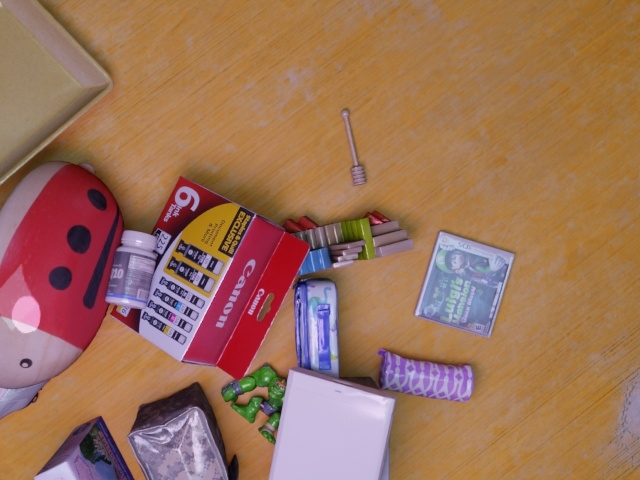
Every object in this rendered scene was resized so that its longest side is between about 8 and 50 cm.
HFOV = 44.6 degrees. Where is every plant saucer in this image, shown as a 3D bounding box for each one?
[{"bbox_3d":[-0.634,-0.310,1.525,0.333,0.081,0.333,46,76,-4],"label":"plant saucer"}]

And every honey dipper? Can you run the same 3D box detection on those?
[{"bbox_3d":[0.067,-0.196,1.636,0.030,0.030,0.161,-12,91,-4],"label":"honey dipper"}]

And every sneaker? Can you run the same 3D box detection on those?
[{"bbox_3d":[-0.591,0.272,1.572,0.271,0.100,0.108,-34,128,-10],"label":"sneaker"}]

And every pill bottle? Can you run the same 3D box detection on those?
[{"bbox_3d":[-0.351,0.055,1.462,0.078,0.078,0.137,11,79,-5],"label":"pill bottle"}]

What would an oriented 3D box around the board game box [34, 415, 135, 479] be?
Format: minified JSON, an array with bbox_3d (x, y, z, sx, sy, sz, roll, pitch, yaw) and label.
[{"bbox_3d":[-0.399,0.520,1.475,0.065,0.318,0.319,-27,94,-4],"label":"board game box"}]

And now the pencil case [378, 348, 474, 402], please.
[{"bbox_3d":[0.223,0.283,1.640,0.206,0.086,0.088,10,57,-7],"label":"pencil case"}]

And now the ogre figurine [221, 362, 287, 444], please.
[{"bbox_3d":[-0.102,0.336,1.606,0.118,0.197,0.097,-50,140,-11],"label":"ogre figurine"}]

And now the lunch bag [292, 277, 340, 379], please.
[{"bbox_3d":[-0.006,0.184,1.568,0.090,0.176,0.219,-3,93,-5],"label":"lunch bag"}]

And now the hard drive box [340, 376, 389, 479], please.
[{"bbox_3d":[0.077,0.383,1.554,0.089,0.232,0.181,0,91,-5],"label":"hard drive box"}]

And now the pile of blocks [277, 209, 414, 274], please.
[{"bbox_3d":[0.000,0.000,1.577,0.362,0.149,0.113,-13,93,-4],"label":"pile of blocks"}]

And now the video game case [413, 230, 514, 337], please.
[{"bbox_3d":[0.307,0.095,1.670,0.173,0.022,0.191,17,90,-5],"label":"video game case"}]

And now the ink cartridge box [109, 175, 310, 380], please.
[{"bbox_3d":[-0.212,0.074,1.510,0.271,0.130,0.310,26,89,28],"label":"ink cartridge box"}]

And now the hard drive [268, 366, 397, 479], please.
[{"bbox_3d":[0.012,0.406,1.426,0.203,0.040,0.308,13,96,18],"label":"hard drive"}]

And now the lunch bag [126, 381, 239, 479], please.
[{"bbox_3d":[-0.247,0.452,1.526,0.168,0.235,0.287,-21,93,-7],"label":"lunch bag"}]

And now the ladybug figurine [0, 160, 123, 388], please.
[{"bbox_3d":[-0.483,0.057,1.442,0.161,0.305,0.450,6,71,16],"label":"ladybug figurine"}]
